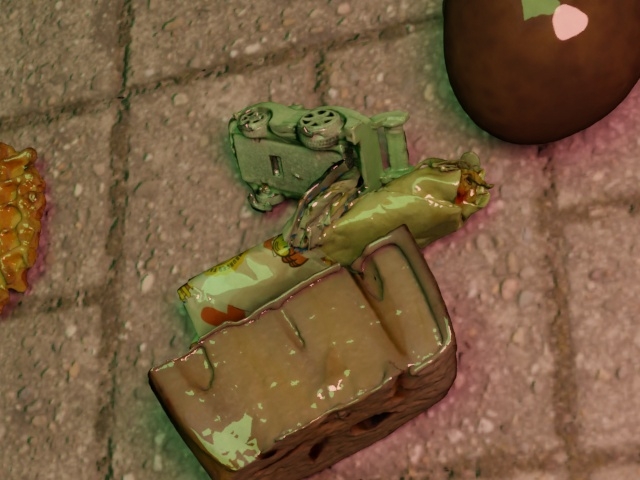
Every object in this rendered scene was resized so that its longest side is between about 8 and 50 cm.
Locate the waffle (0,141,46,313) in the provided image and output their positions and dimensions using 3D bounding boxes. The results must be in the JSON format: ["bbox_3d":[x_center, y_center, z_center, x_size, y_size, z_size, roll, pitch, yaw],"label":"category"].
[{"bbox_3d":[-0.332,-0.009,1.306,0.191,0.038,0.191,-9,65,20],"label":"waffle"}]

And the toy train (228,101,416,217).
[{"bbox_3d":[-0.003,-0.074,1.168,0.149,0.099,0.081,13,40,35],"label":"toy train"}]

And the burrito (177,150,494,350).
[{"bbox_3d":[0.000,0.000,1.120,0.288,0.104,0.054,-27,41,11],"label":"burrito"}]

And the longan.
[{"bbox_3d":[0.167,-0.168,1.092,0.204,0.159,0.185,25,99,53],"label":"longan"}]

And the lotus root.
[{"bbox_3d":[-0.002,0.100,1.061,0.235,0.138,0.119,-32,65,8],"label":"lotus root"}]
